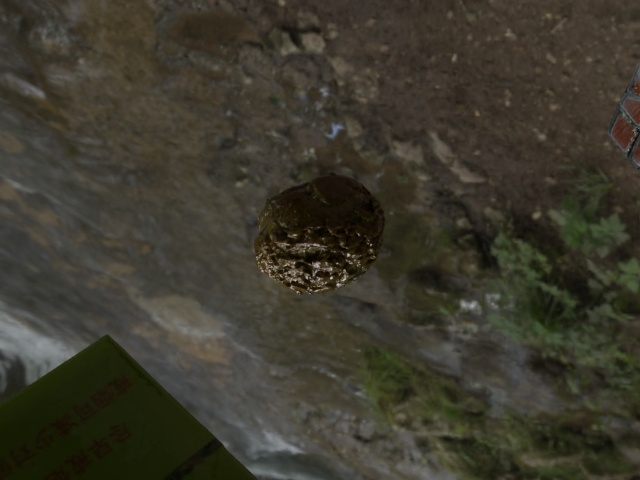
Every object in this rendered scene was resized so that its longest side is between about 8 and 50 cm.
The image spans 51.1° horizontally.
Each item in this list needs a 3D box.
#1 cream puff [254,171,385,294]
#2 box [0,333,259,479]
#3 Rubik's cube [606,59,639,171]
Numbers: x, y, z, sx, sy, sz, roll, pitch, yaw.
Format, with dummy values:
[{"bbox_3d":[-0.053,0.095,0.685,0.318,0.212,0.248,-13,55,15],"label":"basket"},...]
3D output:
[{"bbox_3d":[0.001,0.001,0.702,0.144,0.103,0.126,-15,141,-5],"label":"cream puff"},{"bbox_3d":[-0.093,0.206,0.364,0.335,0.187,0.047,34,141,28],"label":"box"},{"bbox_3d":[0.560,-0.185,0.909,0.319,0.319,0.264,26,129,-26],"label":"Rubik's cube"}]
